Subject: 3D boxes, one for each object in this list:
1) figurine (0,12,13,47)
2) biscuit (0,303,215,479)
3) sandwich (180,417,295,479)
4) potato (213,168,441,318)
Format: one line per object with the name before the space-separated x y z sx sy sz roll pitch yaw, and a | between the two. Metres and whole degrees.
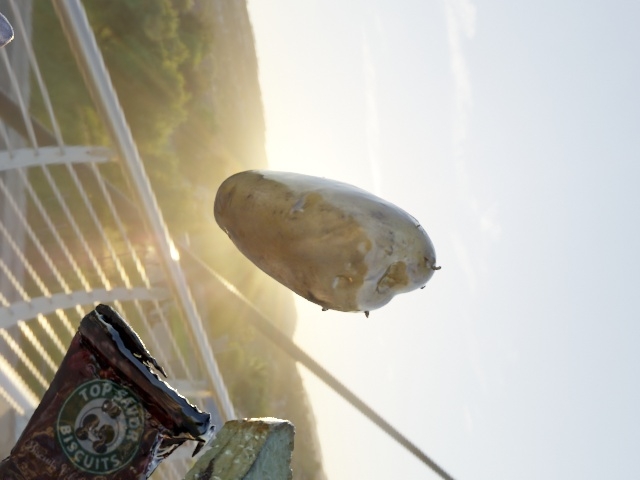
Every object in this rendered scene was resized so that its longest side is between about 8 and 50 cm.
figurine | -0.329 -0.150 0.402 0.287 0.176 0.186 48 41 -41
biscuit | -0.197 0.186 0.619 0.151 0.235 0.063 35 1 11
sandwich | -0.142 0.357 0.893 0.100 0.254 0.288 -5 -104 45
potato | -0.001 0.000 0.760 0.161 0.235 0.128 -91 -161 -82
